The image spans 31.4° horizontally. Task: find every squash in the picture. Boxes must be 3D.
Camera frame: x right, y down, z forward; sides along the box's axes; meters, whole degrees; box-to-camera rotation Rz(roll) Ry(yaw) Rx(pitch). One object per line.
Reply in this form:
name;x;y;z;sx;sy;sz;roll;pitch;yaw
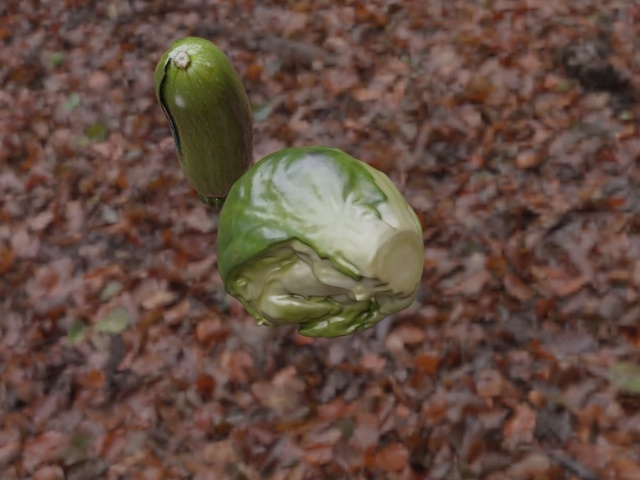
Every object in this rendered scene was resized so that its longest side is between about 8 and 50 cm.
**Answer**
squash;-0.117;-0.120;1.229;0.094;0.341;0.094;-1;67;2

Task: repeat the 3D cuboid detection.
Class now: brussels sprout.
brussels sprout;0.001;-0.007;0.929;0.183;0.131;0.145;-8;50;28
